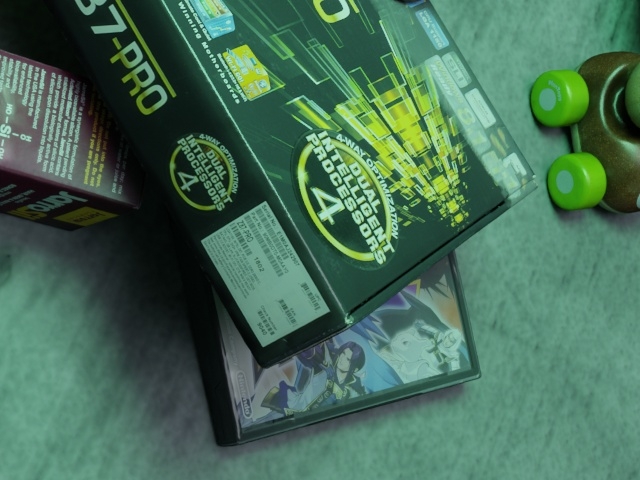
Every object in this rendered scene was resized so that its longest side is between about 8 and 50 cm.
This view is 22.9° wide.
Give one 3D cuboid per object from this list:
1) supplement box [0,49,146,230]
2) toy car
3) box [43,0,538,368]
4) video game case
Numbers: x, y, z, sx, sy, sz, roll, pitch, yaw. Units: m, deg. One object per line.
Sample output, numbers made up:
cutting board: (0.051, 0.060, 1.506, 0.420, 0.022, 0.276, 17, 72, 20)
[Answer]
supplement box: (-0.219, -0.072, 1.052, 0.188, 0.104, 0.081, 16, 72, -32)
toy car: (0.310, -0.109, 1.391, 0.155, 0.188, 0.149, -9, 86, -37)
box: (-0.034, -0.143, 1.122, 0.395, 0.097, 0.318, 59, 33, 0)
video game case: (0.000, 0.000, 1.240, 0.248, 0.035, 0.275, -11, 87, -37)
